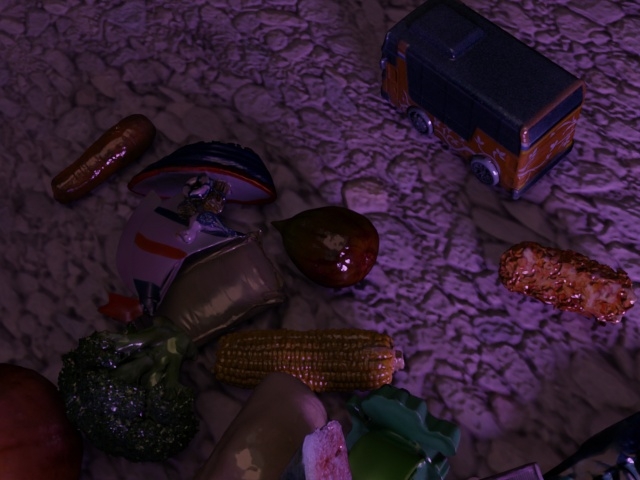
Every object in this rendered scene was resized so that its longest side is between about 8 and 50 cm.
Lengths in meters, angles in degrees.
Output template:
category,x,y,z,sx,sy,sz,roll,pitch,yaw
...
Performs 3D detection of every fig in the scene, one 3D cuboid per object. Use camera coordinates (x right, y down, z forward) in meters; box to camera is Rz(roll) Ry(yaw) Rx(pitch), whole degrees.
category,x,y,z,sx,sy,sz,roll,pitch,yaw
fig,0.000,0.000,0.987,0.154,0.103,0.109,29,29,32
fig,-0.385,0.248,0.813,0.224,0.224,0.263,-8,17,1

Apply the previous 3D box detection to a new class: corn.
category,x,y,z,sx,sy,sz,roll,pitch,yaw
corn,-0.017,0.146,0.912,0.238,0.080,0.080,0,60,9

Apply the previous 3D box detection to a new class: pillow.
category,x,y,z,sx,sy,sz,roll,pitch,yaw
pillow,-0.146,0.074,0.980,0.208,0.053,0.119,-28,61,-9

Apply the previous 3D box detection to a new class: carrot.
category,x,y,z,sx,sy,sz,roll,pitch,yaw
carrot,-0.323,-0.120,1.113,0.060,0.060,0.186,39,72,24

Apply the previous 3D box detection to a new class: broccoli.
category,x,y,z,sx,sy,sz,roll,pitch,yaw
broccoli,-0.213,0.171,0.862,0.195,0.195,0.156,24,61,19

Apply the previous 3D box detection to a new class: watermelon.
category,x,y,z,sx,sy,sz,roll,pitch,yaw
watermelon,-0.003,0.257,0.698,0.081,0.094,0.180,2,92,51

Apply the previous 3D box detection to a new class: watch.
category,x,y,z,sx,sy,sz,roll,pitch,yaw
watch,0.055,0.254,0.790,0.131,0.165,0.152,26,49,23

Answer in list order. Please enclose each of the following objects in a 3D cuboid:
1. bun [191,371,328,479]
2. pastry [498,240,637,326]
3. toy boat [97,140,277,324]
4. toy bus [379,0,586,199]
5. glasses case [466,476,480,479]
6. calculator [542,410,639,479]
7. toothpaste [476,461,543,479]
category,x,y,z,sx,sy,sz,roll,pitch,yaw
bun,-0.056,0.246,0.813,0.128,0.178,0.193,32,51,1
pastry,0.308,0.054,0.945,0.169,0.063,0.087,22,73,12
toy boat,-0.208,-0.025,1.022,0.219,0.072,0.318,27,60,31
toy bus,0.216,-0.210,1.045,0.138,0.167,0.275,-39,63,-16
glasses case,0.157,0.302,0.834,0.032,0.021,0.083,36,69,24
calculator,0.361,0.317,0.784,0.274,0.058,0.248,-24,59,-7
toothpaste,0.219,0.377,0.748,0.099,0.068,0.282,-17,66,1
